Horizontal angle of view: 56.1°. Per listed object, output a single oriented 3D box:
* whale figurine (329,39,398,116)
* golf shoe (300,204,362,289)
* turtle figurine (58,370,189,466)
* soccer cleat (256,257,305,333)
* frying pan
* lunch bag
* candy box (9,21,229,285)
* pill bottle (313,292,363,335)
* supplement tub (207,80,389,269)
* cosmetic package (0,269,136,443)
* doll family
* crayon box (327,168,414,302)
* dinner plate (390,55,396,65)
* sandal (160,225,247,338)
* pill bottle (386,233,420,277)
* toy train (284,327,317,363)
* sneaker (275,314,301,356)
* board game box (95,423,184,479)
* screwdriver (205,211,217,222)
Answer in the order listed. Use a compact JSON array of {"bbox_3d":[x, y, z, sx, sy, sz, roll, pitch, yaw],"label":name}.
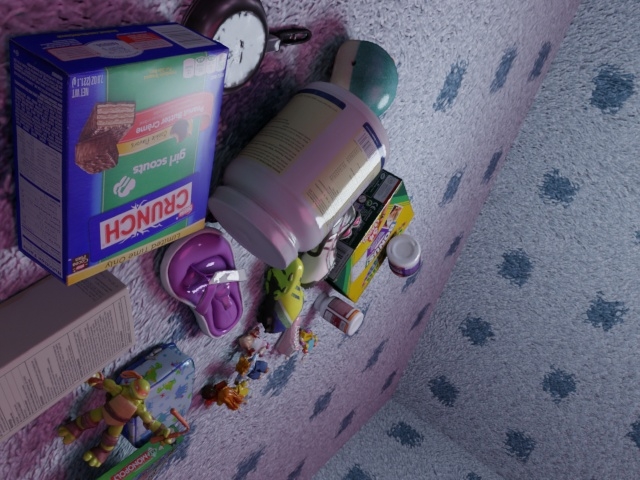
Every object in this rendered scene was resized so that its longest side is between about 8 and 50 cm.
[{"bbox_3d":[0.100,-0.321,1.329,0.272,0.141,0.216,65,37,-74],"label":"whale figurine"},{"bbox_3d":[0.000,0.000,1.641,0.273,0.105,0.120,-59,142,-12],"label":"golf shoe"},{"bbox_3d":[-0.402,0.320,1.155,0.217,0.269,0.087,-43,-161,16],"label":"turtle figurine"},{"bbox_3d":[-0.087,0.136,1.594,0.121,0.093,0.289,-13,141,-33],"label":"soccer cleat"},{"bbox_3d":[-0.122,-0.317,1.040,0.326,0.053,0.197,6,115,-61],"label":"frying pan"},{"bbox_3d":[-0.367,0.340,1.317,0.176,0.090,0.219,-35,149,-43],"label":"lunch bag"},{"bbox_3d":[-0.281,-0.127,0.858,0.268,0.122,0.317,-31,147,-48],"label":"candy box"},{"bbox_3d":[0.056,0.233,1.946,0.086,0.152,0.086,-44,154,-29],"label":"pill bottle"},{"bbox_3d":[-0.042,-0.127,1.189,0.325,0.235,0.235,-50,156,-18],"label":"supplement tub"},{"bbox_3d":[-0.446,0.175,0.923,0.309,0.113,0.160,-37,149,-39],"label":"cosmetic package"},{"bbox_3d":[-0.208,0.370,1.633,0.263,0.118,0.163,-55,157,-6],"label":"doll family"},{"bbox_3d":[0.142,-0.007,1.873,0.363,0.106,0.313,-55,157,-6],"label":"crayon box"},{"bbox_3d":[0.144,-0.395,1.501,0.141,0.017,0.141,-43,153,-28],"label":"dinner plate"},{"bbox_3d":[-0.217,0.105,1.300,0.169,0.102,0.416,-50,157,-19],"label":"sandal"},{"bbox_3d":[0.273,0.059,1.962,0.108,0.108,0.193,-53,161,-10],"label":"pill bottle"},{"bbox_3d":[-0.071,0.342,1.974,0.125,0.046,0.166,-53,154,-8],"label":"toy train"},{"bbox_3d":[-0.081,0.299,1.863,0.134,0.070,0.051,-61,155,4],"label":"sneaker"},{"bbox_3d":[-0.449,0.555,1.362,0.213,0.046,0.317,-31,164,-47],"label":"board game box"},{"bbox_3d":[-0.243,-0.031,1.184,0.170,0.024,0.025,-30,116,-45],"label":"screwdriver"}]
